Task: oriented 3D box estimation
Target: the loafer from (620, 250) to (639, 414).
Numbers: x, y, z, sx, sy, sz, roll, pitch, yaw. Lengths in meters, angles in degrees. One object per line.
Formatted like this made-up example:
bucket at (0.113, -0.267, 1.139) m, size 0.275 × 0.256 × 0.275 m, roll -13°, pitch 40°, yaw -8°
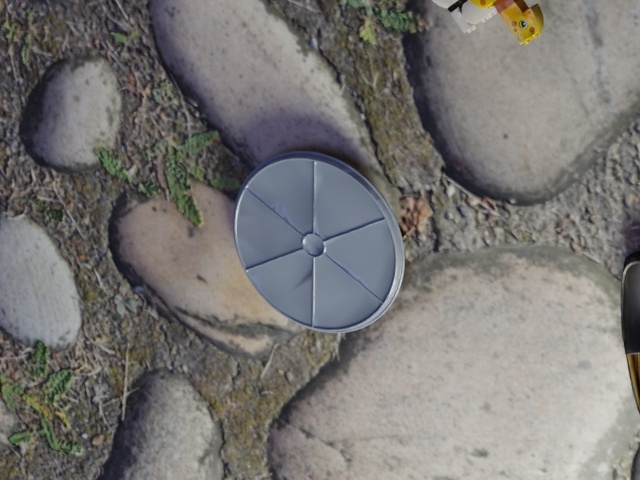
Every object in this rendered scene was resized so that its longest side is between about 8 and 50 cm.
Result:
loafer at (0.316, 0.095, 1.745) m, size 0.062 × 0.061 × 0.170 m, roll -7°, pitch 106°, yaw 32°

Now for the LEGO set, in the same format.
LEGO set at (0.193, -0.239, 1.658) m, size 0.227 × 0.087 × 0.093 m, roll -33°, pitch 92°, yaw 36°

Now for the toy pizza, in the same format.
toy pizza at (0.000, 0.000, 1.900) m, size 0.201 × 0.032 × 0.201 m, roll 12°, pitch 116°, yaw 26°
